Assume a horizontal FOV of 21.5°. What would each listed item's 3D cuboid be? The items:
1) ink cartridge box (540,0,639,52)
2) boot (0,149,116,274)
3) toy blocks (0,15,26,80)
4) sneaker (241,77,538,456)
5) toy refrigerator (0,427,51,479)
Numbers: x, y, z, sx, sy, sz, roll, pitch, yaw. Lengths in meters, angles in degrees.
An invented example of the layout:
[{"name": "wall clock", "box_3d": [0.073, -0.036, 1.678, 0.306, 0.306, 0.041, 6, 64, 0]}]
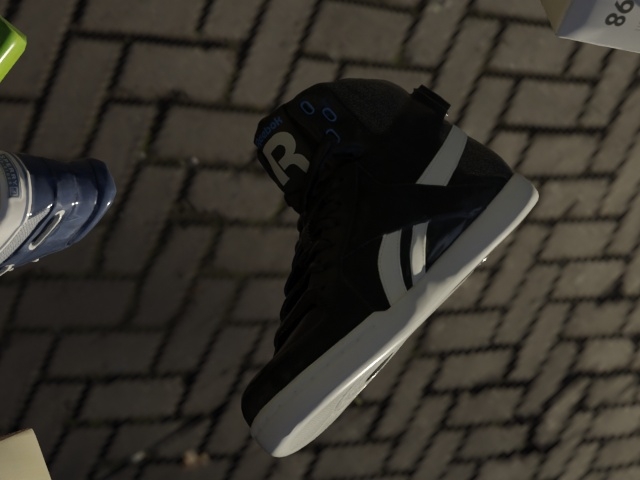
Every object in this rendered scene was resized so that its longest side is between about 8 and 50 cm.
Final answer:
[{"name": "ink cartridge box", "box_3d": [0.108, -0.133, 0.545, 0.060, 0.180, 0.104, 8, 131, -21]}, {"name": "boot", "box_3d": [-0.203, 0.008, 0.999, 0.086, 0.069, 0.190, -1, 158, -47]}, {"name": "toy blocks", "box_3d": [-0.241, -0.127, 0.204, 0.191, 0.381, 0.261, -51, 174, 2]}, {"name": "sneaker", "box_3d": [0.000, 0.000, 0.764, 0.217, 0.121, 0.079, -41, 171, -46]}, {"name": "toy refrigerator", "box_3d": [-0.301, 0.220, 1.218, 0.102, 0.094, 0.269, -20, 180, 21]}]
